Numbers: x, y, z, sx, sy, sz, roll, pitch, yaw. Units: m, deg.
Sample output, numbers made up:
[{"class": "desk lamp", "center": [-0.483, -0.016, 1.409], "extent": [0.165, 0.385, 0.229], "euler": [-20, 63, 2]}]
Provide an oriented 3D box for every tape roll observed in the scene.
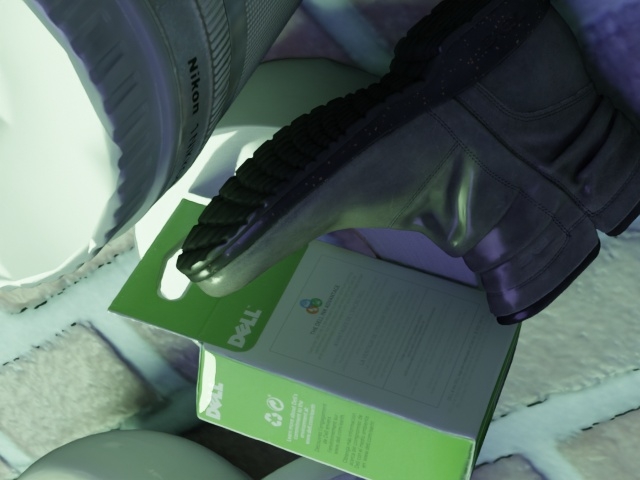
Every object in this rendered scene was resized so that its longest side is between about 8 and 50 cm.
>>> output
[{"class": "tape roll", "center": [0.000, 0.000, 0.915], "extent": [0.219, 0.072, 0.219], "euler": [13, 133, 14]}]

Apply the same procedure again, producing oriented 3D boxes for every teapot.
[{"class": "teapot", "center": [-0.106, 0.243, 1.112], "extent": [0.256, 0.187, 0.253], "euler": [15, 108, 36]}]

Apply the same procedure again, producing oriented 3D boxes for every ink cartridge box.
[{"class": "ink cartridge box", "center": [-0.003, 0.059, 0.839], "extent": [0.209, 0.109, 0.062], "euler": [18, 133, 10]}]

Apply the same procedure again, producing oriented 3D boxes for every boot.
[{"class": "boot", "center": [0.062, -0.013, 0.782], "extent": [0.161, 0.246, 0.083], "euler": [53, 175, -18]}]

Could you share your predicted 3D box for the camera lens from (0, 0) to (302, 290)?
[{"class": "camera lens", "center": [-0.123, -0.139, 0.706], "extent": [0.219, 0.274, 0.219], "euler": [14, 133, 15]}]
